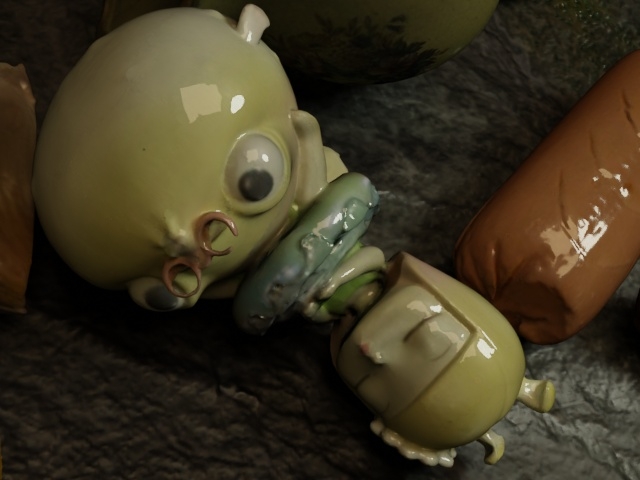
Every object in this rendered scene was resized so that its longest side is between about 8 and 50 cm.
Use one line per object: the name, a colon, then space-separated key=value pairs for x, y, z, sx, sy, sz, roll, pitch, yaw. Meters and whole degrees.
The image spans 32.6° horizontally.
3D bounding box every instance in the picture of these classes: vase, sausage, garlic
vase: x=-0.003 y=-0.237 z=0.806 sx=0.302 sy=0.329 sz=0.241 roll=-6 pitch=95 yaw=-21
sausage: x=0.223 y=-0.040 z=0.885 sx=0.121 sy=0.121 sz=0.304 roll=40 pitch=59 yaw=7
garlic: x=-0.252 y=-0.042 z=0.753 sx=0.101 sy=0.087 sz=0.196 roll=10 pitch=54 yaw=-29

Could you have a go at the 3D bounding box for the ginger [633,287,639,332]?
ginger: x=0.385 y=0.102 z=0.813 sx=0.309 sy=0.107 sz=0.133 roll=23 pitch=7 yaw=37

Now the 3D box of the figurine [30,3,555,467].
figurine: x=0.000 y=0.000 z=0.773 sx=0.394 sy=0.227 sz=0.274 roll=39 pitch=28 yaw=-1

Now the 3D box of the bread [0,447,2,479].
bread: x=-0.347 y=0.077 z=0.587 sx=0.327 sy=0.148 sz=0.337 roll=-9 pitch=79 yaw=-12
